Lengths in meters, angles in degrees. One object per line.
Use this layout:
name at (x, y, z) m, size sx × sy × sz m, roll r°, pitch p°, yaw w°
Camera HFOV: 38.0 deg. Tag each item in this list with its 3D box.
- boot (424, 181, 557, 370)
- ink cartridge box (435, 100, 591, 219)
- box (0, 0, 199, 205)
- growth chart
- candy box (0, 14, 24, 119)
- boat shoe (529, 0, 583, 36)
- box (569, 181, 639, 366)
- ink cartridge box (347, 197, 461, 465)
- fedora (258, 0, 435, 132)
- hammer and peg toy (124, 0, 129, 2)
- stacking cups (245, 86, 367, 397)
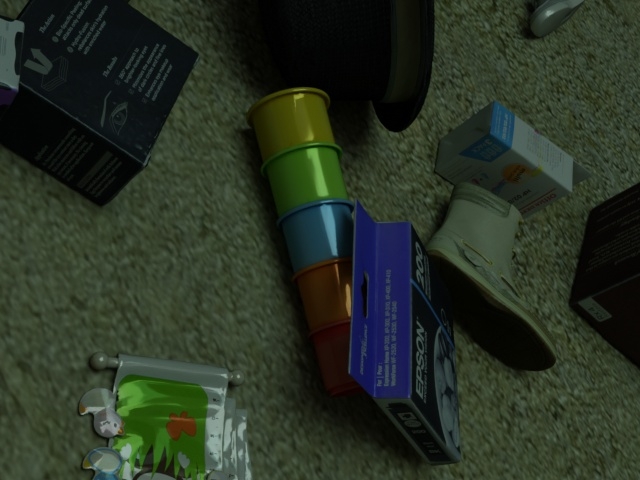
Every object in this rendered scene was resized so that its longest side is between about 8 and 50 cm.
boot at (0.219, 0.041, 1.124) m, size 0.213 × 0.077 × 0.165 m, roll 42°, pitch 45°, yaw -12°
ink cartridge box at (0.251, -0.088, 1.199) m, size 0.181 × 0.104 × 0.062 m, roll 31°, pitch 51°, yaw -22°
box at (-0.220, -0.146, 0.860) m, size 0.158 × 0.093 × 0.156 m, roll 35°, pitch 49°, yaw -20°
growth chart at (-0.118, 0.208, 0.796) m, size 0.172 × 0.021 × 0.237 m, roll 4°, pitch 63°, yaw -36°
candy box at (-0.347, -0.123, 0.695) m, size 0.196 × 0.165 × 0.070 m, roll 14°, pitch 58°, yaw -33°
boat shoe at (0.372, -0.382, 1.494) m, size 0.063 × 0.066 × 0.184 m, roll 44°, pitch 47°, yaw 9°
box at (0.471, 0.036, 1.262) m, size 0.168 × 0.167 × 0.203 m, roll 39°, pitch 48°, yaw -15°
ink cartridge box at (0.088, 0.090, 0.935) m, size 0.208 × 0.045 × 0.206 m, roll 52°, pitch 32°, yaw -46°
fedora at (0.014, -0.277, 1.033) m, size 0.152 × 0.334 × 0.334 m, roll -11°, pitch 71°, yaw -10°
hammer and peg toy at (-0.253, -0.430, 0.969) m, size 0.266 × 0.127 × 0.361 m, roll 30°, pitch 51°, yaw -23°
stacking cups at (0.000, 0.000, 0.956) m, size 0.096 × 0.096 × 0.316 m, roll 2°, pitch 66°, yaw -38°
